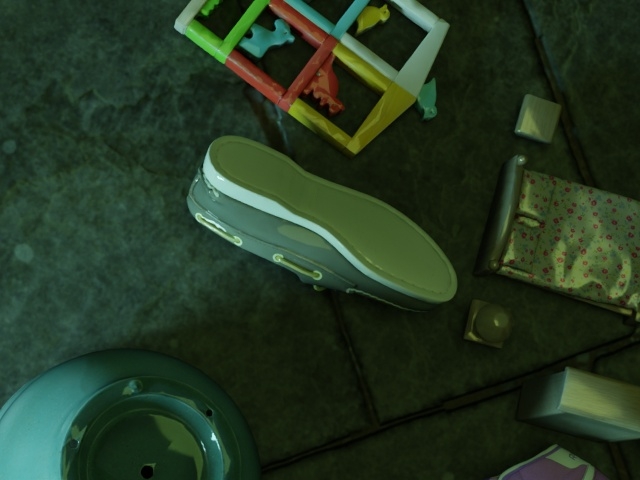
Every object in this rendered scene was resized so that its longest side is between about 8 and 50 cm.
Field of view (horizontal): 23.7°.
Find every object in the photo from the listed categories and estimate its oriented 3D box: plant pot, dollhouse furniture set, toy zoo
[{"bbox_3d":[-0.182,0.234,1.486,0.293,0.196,0.293,5,73,-17],"label":"plant pot"},{"bbox_3d":[0.337,0.036,1.647,0.303,0.174,0.356,17,78,-7],"label":"dollhouse furniture set"},{"bbox_3d":[0.010,-0.226,1.706,0.293,0.030,0.192,37,76,-2],"label":"toy zoo"}]

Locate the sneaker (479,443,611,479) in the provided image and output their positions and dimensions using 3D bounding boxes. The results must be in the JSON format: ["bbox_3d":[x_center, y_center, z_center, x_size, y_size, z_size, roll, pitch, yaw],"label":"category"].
[{"bbox_3d":[0.201,0.342,1.616,0.161,0.102,0.282,40,66,2],"label":"sneaker"}]

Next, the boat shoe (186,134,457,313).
[{"bbox_3d":[0.001,-0.003,1.637,0.305,0.091,0.109,29,40,-6],"label":"boat shoe"}]
